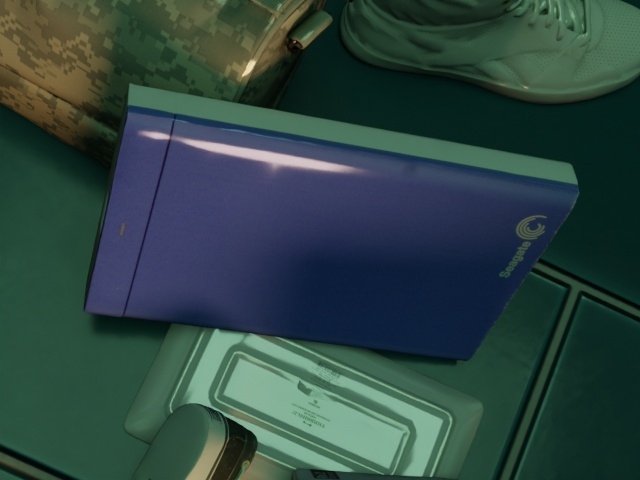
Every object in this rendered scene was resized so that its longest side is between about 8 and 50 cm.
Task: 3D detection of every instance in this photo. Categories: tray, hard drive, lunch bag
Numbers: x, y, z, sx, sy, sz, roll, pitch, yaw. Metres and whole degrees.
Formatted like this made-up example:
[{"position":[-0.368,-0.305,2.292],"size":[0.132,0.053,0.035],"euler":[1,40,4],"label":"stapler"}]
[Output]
[{"position":[-0.008,0.142,0.862],"size":[0.270,0.030,0.145],"euler":[25,73,-3],"label":"tray"},{"position":[0.000,0.000,0.789],"size":[0.319,0.210,0.040],"euler":[9,47,-15],"label":"hard drive"},{"position":[-0.144,-0.191,0.801],"size":[0.305,0.256,0.212],"euler":[32,74,-1],"label":"lunch bag"}]

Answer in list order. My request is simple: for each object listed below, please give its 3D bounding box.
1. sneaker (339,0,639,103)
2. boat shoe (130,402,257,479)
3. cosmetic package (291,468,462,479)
[{"position":[0.175,-0.199,0.902],"size":[0.293,0.169,0.108],"euler":[2,75,-10],"label":"sneaker"},{"position":[-0.124,0.228,0.796],"size":[0.070,0.078,0.219],"euler":[35,90,-39],"label":"boat shoe"},{"position":[0.050,0.272,0.760],"size":[0.152,0.151,0.183],"euler":[6,89,-8],"label":"cosmetic package"}]
